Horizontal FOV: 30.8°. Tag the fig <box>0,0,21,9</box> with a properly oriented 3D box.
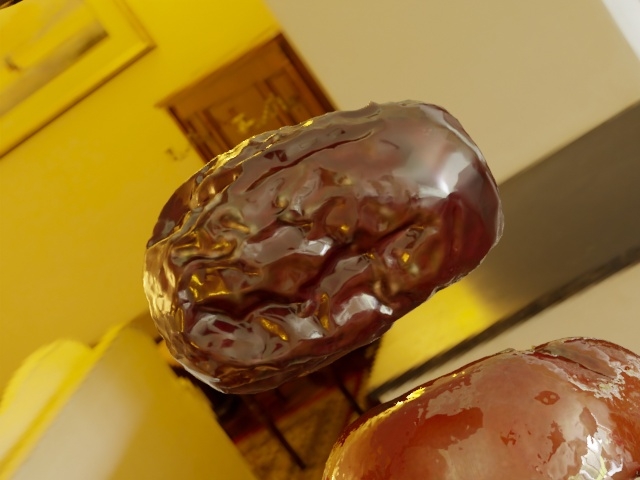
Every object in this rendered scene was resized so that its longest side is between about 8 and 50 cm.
[{"bbox_3d":[-0.265,-0.188,0.519,0.368,0.286,0.286,-31,13,17],"label":"fig"}]

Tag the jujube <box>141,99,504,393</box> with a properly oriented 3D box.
[{"bbox_3d":[-0.001,0.000,1.219,0.377,0.276,0.276,-22,11,-4],"label":"jujube"}]

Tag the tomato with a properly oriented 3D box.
[{"bbox_3d":[0.093,0.113,0.653,0.225,0.085,0.225,-23,-10,-4],"label":"tomato"}]
